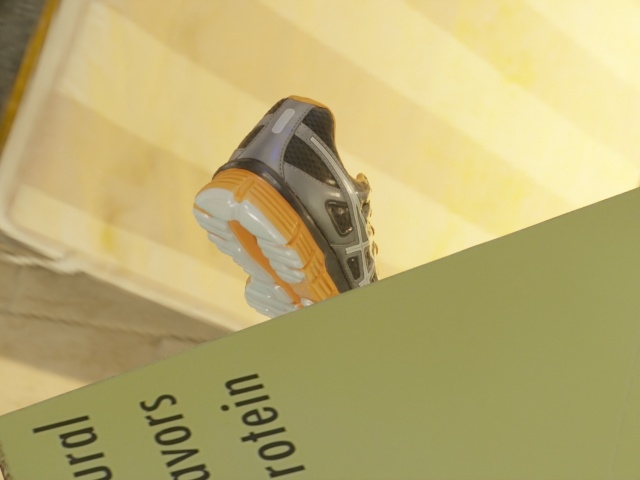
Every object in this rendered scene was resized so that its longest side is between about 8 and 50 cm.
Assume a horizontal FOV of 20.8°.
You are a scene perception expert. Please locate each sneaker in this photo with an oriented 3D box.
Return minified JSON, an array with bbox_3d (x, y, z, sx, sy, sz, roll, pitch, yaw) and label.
[{"bbox_3d":[0.000,0.000,0.965,0.083,0.084,0.215,-62,159,-18],"label":"sneaker"}]

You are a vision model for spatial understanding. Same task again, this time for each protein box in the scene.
[{"bbox_3d":[0.069,0.111,0.340,0.201,0.199,0.136,-19,137,-12],"label":"protein box"}]
